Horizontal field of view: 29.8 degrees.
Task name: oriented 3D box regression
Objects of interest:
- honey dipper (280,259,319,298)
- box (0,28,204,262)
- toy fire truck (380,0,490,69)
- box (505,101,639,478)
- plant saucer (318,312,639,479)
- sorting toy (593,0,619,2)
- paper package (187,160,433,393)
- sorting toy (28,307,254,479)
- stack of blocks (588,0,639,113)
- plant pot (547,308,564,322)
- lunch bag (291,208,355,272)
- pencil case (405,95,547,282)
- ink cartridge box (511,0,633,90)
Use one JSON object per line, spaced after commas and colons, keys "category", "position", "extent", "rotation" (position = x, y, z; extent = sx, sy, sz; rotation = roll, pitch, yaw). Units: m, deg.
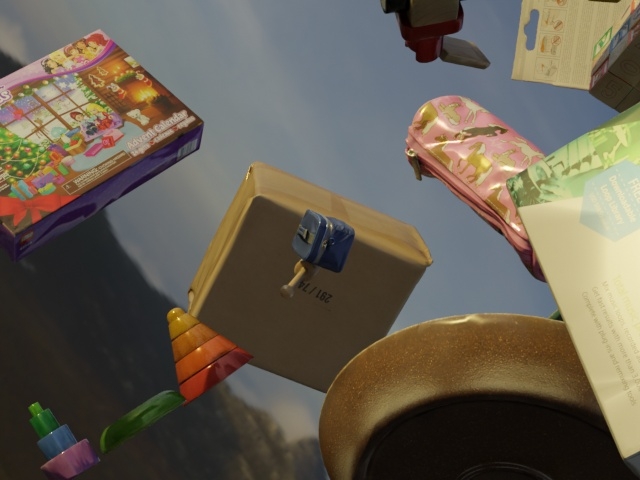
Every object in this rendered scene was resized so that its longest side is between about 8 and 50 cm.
{"category": "honey dipper", "position": [-0.029, 0.050, 1.623], "extent": [0.030, 0.030, 0.161], "rotation": [55, 14, -3]}
{"category": "box", "position": [-0.315, -0.123, 1.454], "extent": [0.201, 0.293, 0.057], "rotation": [41, -36, 18]}
{"category": "toy fire truck", "position": [0.137, -0.323, 1.541], "extent": [0.246, 0.158, 0.217], "rotation": [86, -9, -61]}
{"category": "box", "position": [0.291, -0.024, 0.723], "extent": [0.058, 0.322, 0.232], "rotation": [43, 23, -45]}
{"category": "plant saucer", "position": [0.146, 0.186, 0.931], "extent": [0.311, 0.310, 0.050], "rotation": [59, 28, -29]}
{"category": "sorting toy", "position": [0.320, -0.368, 1.457], "extent": [0.307, 0.229, 0.041], "rotation": [-99, 170, -46]}
{"category": "paper package", "position": [-0.030, 0.072, 2.047], "extent": [0.325, 0.309, 0.168], "rotation": [23, 20, -14]}
{"category": "sorting toy", "position": [-0.245, 0.189, 1.591], "extent": [0.127, 0.365, 0.126], "rotation": [-37, -95, 41]}
{"category": "stack of blocks", "position": [0.477, -0.314, 1.565], "extent": [0.087, 0.297, 0.171], "rotation": [31, 40, -7]}
{"category": "plant pot", "position": [0.533, 0.258, 1.814], "extent": [0.341, 0.341, 0.334], "rotation": [65, 2, -56]}
{"category": "lunch bag", "position": [0.000, 0.000, 1.633], "extent": [0.065, 0.067, 0.098], "rotation": [18, 5, -17]}
{"category": "pencil case", "position": [0.294, -0.090, 1.939], "extent": [0.160, 0.167, 0.386], "rotation": [40, 4, -46]}
{"category": "ink cartridge box", "position": [0.444, -0.342, 2.017], "extent": [0.224, 0.181, 0.056], "rotation": [13, 10, 34]}
